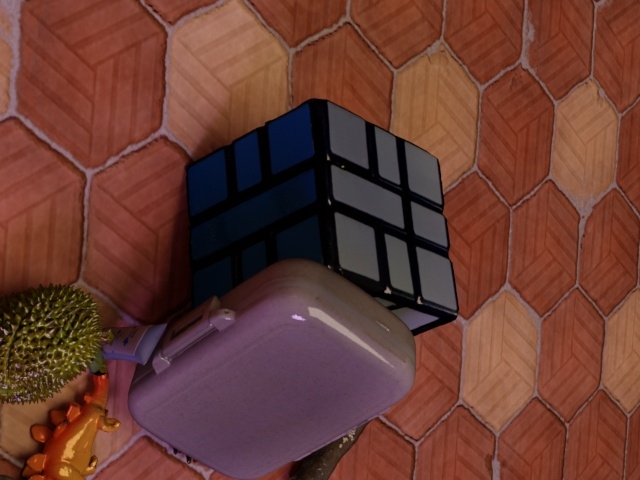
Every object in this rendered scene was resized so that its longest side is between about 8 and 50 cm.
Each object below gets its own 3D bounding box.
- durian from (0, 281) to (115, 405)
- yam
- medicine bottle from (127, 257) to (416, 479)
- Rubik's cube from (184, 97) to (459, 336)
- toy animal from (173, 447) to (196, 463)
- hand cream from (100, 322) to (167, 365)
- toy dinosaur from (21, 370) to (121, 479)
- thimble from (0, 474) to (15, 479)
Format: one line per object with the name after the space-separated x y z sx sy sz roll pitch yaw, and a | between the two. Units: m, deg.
-0.360 0.125 1.557 0.198 0.159 0.146 -26 82 -22 | durian
0.033 0.329 2.054 0.253 0.061 0.061 -48 125 -33 | yam
-0.068 0.178 1.632 0.282 0.375 0.123 35 41 -26 | medicine bottle
0.000 0.000 1.781 0.293 0.288 0.283 20 54 -47 | Rubik's cube
-0.114 0.215 1.876 0.243 0.087 0.260 10 83 -44 | toy animal
-0.264 0.138 1.653 0.043 0.171 0.065 39 65 -27 | hand cream
-0.347 0.301 1.661 0.117 0.070 0.288 23 73 -33 | toy dinosaur
-0.399 0.379 1.509 0.219 0.219 0.150 51 62 -35 | thimble
